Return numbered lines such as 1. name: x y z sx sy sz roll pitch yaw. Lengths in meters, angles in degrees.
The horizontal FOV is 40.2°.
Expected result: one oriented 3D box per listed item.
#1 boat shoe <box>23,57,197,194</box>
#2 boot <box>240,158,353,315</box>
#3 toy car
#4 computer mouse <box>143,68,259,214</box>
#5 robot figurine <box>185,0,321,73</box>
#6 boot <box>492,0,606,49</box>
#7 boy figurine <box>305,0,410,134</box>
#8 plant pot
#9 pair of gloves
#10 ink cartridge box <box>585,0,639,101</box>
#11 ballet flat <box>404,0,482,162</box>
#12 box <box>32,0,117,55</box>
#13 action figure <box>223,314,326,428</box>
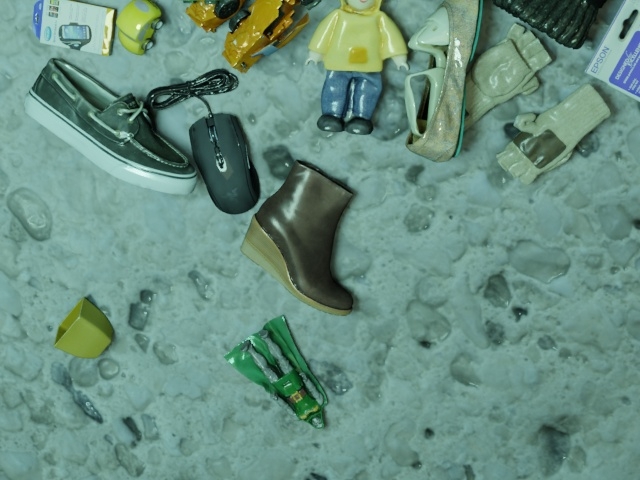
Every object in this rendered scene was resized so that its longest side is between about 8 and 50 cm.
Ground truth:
1. boat shoe: -0.348 -0.195 1.475 0.335 0.121 0.119 29 112 3
2. boot: 0.000 0.000 1.566 0.248 0.090 0.207 35 106 -5
3. toy car: -0.255 -0.418 1.418 0.225 0.053 0.239 9 109 28
4. computer mouse: -0.216 -0.159 1.538 0.184 0.060 0.262 -10 106 3
5. robot figurine: -0.074 -0.425 1.426 0.291 0.085 0.211 -42 73 12
6. boot: 0.477 -0.415 1.387 0.348 0.131 0.260 31 101 20
7. boy figurine: 0.067 -0.325 1.472 0.177 0.092 0.285 9 110 1
8. plant pot: -0.435 0.172 1.632 0.083 0.081 0.081 36 104 -22
9. pair of gloves: 0.354 -0.231 1.520 0.240 0.042 0.204 41 108 -5
10. ink cartridge box: 0.585 -0.334 1.484 0.208 0.045 0.206 26 104 -5
11. ballet flat: 0.197 -0.289 1.450 0.106 0.107 0.316 5 95 -13
12. box: -0.422 -0.369 1.496 0.136 0.028 0.081 12 106 0
13. action figure: -0.061 0.272 1.667 0.137 0.063 0.232 -35 107 7
